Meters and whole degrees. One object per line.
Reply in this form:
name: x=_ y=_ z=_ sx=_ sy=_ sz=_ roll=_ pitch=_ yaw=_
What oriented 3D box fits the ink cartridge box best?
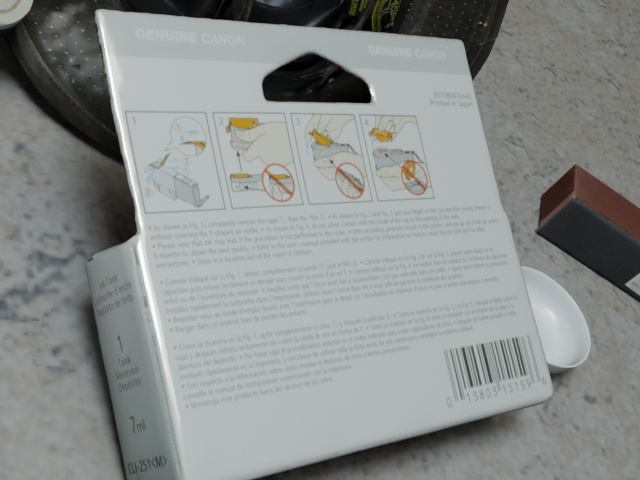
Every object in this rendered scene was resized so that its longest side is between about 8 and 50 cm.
ink cartridge box: x=0.000 y=0.000 z=0.600 sx=0.275 sy=0.060 sz=0.238 roll=-5 pitch=77 yaw=-40

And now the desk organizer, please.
desk organizer: x=0.241 y=-0.002 z=0.857 sx=0.130 sy=0.047 sz=0.050 roll=33 pitch=39 yaw=-11

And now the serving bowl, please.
serving bowl: x=0.149 y=0.060 z=0.744 sx=0.083 sy=0.027 sz=0.083 roll=22 pitch=44 yaw=-23

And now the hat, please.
hat: x=-0.047 y=-0.189 z=0.700 sx=0.331 sy=0.331 sz=0.134 roll=25 pitch=5 yaw=-20

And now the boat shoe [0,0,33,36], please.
boat shoe: x=-0.283 y=-0.164 z=0.561 sx=0.255 sy=0.079 sz=0.095 roll=19 pitch=48 yaw=-21
